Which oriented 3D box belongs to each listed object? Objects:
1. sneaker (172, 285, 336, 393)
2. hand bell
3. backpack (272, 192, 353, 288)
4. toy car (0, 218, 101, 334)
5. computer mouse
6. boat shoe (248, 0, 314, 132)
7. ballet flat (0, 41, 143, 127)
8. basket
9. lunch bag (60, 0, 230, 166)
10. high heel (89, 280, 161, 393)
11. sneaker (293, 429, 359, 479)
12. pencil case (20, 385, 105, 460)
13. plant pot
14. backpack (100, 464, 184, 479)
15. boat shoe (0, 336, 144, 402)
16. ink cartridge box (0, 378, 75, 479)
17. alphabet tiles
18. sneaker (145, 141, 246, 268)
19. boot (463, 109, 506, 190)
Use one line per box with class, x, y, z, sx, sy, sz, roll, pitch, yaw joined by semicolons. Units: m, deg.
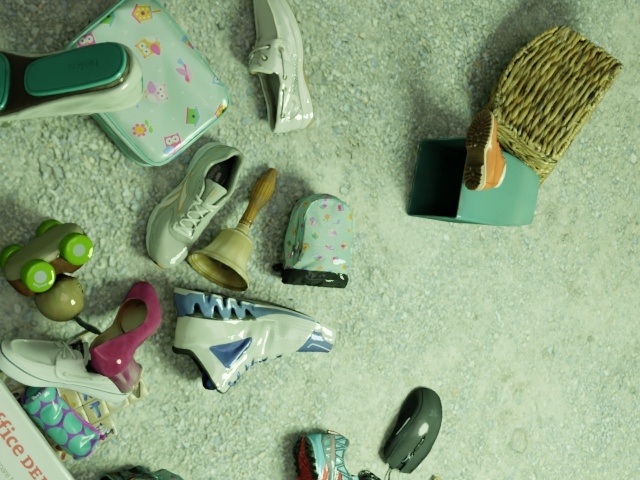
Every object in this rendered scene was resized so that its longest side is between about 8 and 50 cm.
sneaker;-0.145;0.201;1.821;0.315;0.127;0.182;13;90;-21
hand bell;-0.138;-0.036;1.827;0.126;0.126;0.242;40;63;-24
backpack;0.000;0.000;1.881;0.152;0.115;0.182;7;87;-26
toy car;-0.432;0.078;1.642;0.149;0.155;0.188;-38;119;-21
computer mouse;0.215;0.457;2.052;0.184;0.060;0.262;40;75;-23
boat shoe;-0.089;-0.337;1.822;0.096;0.098;0.277;-20;103;-26
ballet flat;-0.474;-0.238;1.564;0.400;0.139;0.139;-3;96;8
basket;0.482;-0.294;2.133;0.213;0.223;0.299;35;74;9
lunch bag;-0.318;-0.279;1.698;0.224;0.108;0.279;-43;109;-13
high heel;-0.341;0.136;1.657;0.244;0.082;0.117;-81;153;-44
sneaker;0.029;0.511;1.933;0.125;0.104;0.262;-9;97;-29
pencil case;-0.448;0.309;1.678;0.070;0.064;0.151;-35;111;4
plant pot;0.336;-0.109;2.029;0.234;0.166;0.165;11;88;-31
backpack;-0.298;0.493;1.708;0.144;0.188;0.166;-7;95;-28
boat shoe;-0.426;0.203;1.657;0.258;0.095;0.084;19;123;-36
ink cartridge box;-0.620;0.419;1.542;0.395;0.166;0.285;-37;110;-20
alphabet tiles;-0.433;0.277;1.726;0.237;0.009;0.198;-25;104;-24
sneaker;-0.225;-0.068;1.752;0.099;0.121;0.262;32;78;-25
boot;0.330;-0.176;1.896;0.085;0.059;0.158;-2;103;-37
